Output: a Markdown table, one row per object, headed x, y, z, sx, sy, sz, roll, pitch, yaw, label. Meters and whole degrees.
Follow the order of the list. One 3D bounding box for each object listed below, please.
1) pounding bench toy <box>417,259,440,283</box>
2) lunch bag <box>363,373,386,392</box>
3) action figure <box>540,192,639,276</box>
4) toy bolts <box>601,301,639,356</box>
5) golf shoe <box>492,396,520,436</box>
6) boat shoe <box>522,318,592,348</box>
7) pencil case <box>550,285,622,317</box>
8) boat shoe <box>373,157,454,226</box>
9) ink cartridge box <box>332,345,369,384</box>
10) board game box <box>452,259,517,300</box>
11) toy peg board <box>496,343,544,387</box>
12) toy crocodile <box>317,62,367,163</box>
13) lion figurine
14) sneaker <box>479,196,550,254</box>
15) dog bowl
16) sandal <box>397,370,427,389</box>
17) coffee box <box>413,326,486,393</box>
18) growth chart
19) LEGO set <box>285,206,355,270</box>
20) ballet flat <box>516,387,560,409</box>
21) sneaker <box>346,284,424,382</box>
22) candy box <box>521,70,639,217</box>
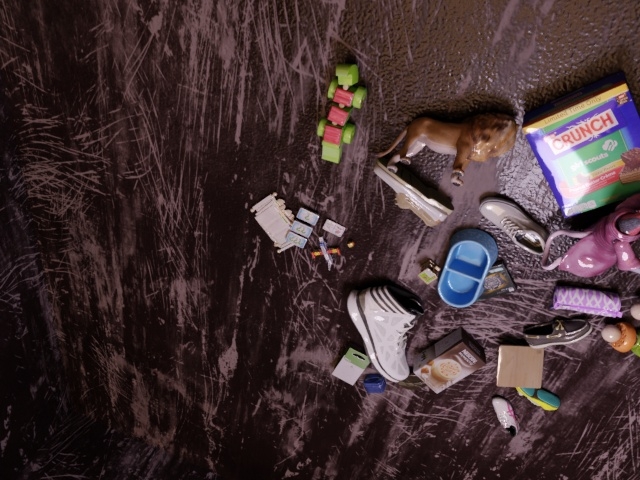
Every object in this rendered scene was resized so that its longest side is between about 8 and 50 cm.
| x | y | z | sx | sy | sz | roll | pitch | yaw | label |
| --- | --- | --- | --- | --- | --- | --- | --- | --- | --- |
| 0.403 | 0.104 | 1.843 | 0.052 | 0.065 | 0.083 | 43 | 127 | -8 | pounding bench toy |
| 0.242 | 0.629 | 2.261 | 0.099 | 0.067 | 0.065 | -11 | 118 | 26 | lunch bag |
| 0.810 | -0.033 | 1.421 | 0.276 | 0.248 | 0.370 | 11 | 167 | 13 | action figure |
| 1.038 | 0.304 | 1.636 | 0.159 | 0.218 | 0.228 | 16 | 121 | -5 | toy bolts |
| 0.765 | 0.723 | 2.102 | 0.068 | 0.086 | 0.186 | -27 | 108 | 35 | golf shoe |
| 0.832 | 0.320 | 1.805 | 0.228 | 0.081 | 0.068 | -28 | 113 | 37 | boat shoe |
| 0.882 | 0.203 | 1.702 | 0.206 | 0.088 | 0.086 | 5 | 116 | 18 | pencil case |
| 0.290 | -0.153 | 1.687 | 0.302 | 0.113 | 0.103 | 35 | 122 | -4 | boat shoe |
| 0.142 | 0.534 | 2.240 | 0.109 | 0.062 | 0.209 | 28 | 128 | 2 | ink cartridge box |
| 0.585 | 0.149 | 1.825 | 0.186 | 0.026 | 0.126 | -20 | 112 | 32 | board game box |
| 0.742 | 0.462 | 1.928 | 0.161 | 0.079 | 0.161 | 1 | 100 | 4 | toy peg board |
| 0.060 | -0.397 | 1.620 | 0.115 | 0.105 | 0.340 | 22 | 128 | 7 | toy crocodile |
| 0.368 | -0.301 | 1.526 | 0.392 | 0.240 | 0.142 | 19 | 167 | 23 | lion figurine |
| 0.624 | -0.048 | 1.634 | 0.258 | 0.091 | 0.094 | 31 | 128 | 0 | sneaker |
| 0.501 | 0.105 | 1.773 | 0.166 | 0.074 | 0.297 | 21 | 121 | 16 | dog bowl |
| 0.427 | 0.567 | 2.156 | 0.219 | 0.060 | 0.090 | -26 | 109 | 17 | sandal |
| 0.504 | 0.471 | 2.006 | 0.141 | 0.098 | 0.246 | 42 | 118 | -10 | coffee box |
| -0.164 | -0.067 | 1.986 | 0.172 | 0.021 | 0.237 | -21 | 112 | 31 | growth chart |
| 0.000 | 0.000 | 1.936 | 0.244 | 0.060 | 0.182 | 26 | 128 | -4 | LEGO set |
| 0.825 | 0.596 | 2.003 | 0.231 | 0.077 | 0.077 | 34 | 143 | -4 | ballet flat |
| 0.303 | 0.368 | 1.996 | 0.258 | 0.169 | 0.447 | -17 | 112 | 32 | sneaker |
| 0.755 | -0.257 | 1.422 | 0.268 | 0.122 | 0.317 | -22 | 110 | 33 | candy box |
